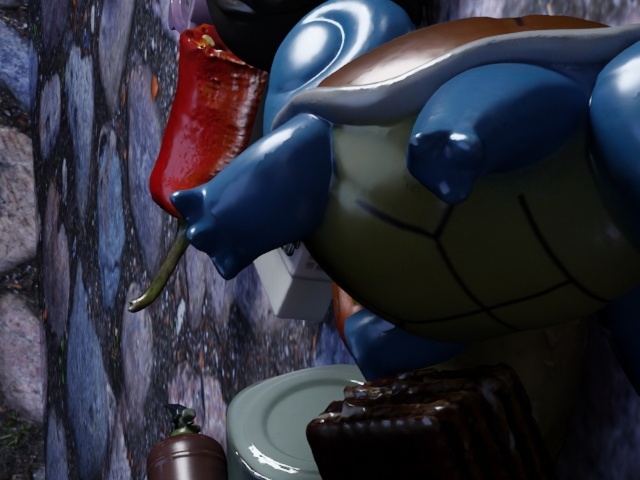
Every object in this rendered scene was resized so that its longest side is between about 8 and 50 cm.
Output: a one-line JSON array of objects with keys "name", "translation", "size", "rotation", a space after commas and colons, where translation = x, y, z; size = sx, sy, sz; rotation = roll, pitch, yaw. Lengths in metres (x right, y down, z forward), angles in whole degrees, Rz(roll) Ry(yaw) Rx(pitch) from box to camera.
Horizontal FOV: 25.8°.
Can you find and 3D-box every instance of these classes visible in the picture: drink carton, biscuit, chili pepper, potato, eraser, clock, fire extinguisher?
[{"name": "drink carton", "translation": [-0.005, 0.214, 1.106], "size": [0.191, 0.185, 0.189], "rotation": [-115, 16, -57]}, {"name": "biscuit", "translation": [0.112, 0.253, 0.748], "size": [0.107, 0.073, 0.388], "rotation": [-14, 101, 48]}, {"name": "chili pepper", "translation": [-0.131, -0.079, 1.642], "size": [0.131, 0.135, 0.338], "rotation": [-96, 19, -69]}, {"name": "potato", "translation": [0.102, 0.068, 0.956], "size": [0.191, 0.141, 0.296], "rotation": [-170, 80, -71]}, {"name": "eraser", "translation": [-0.001, -0.040, 1.336], "size": [0.210, 0.068, 0.124], "rotation": [-67, 30, 30]}, {"name": "clock", "translation": [-0.168, -0.330, 1.915], "size": [0.152, 0.050, 0.110], "rotation": [-128, 44, -62]}, {"name": "fire extinguisher", "translation": [-0.165, 0.339, 1.745], "size": [0.138, 0.102, 0.344], "rotation": [114, 152, -50]}]

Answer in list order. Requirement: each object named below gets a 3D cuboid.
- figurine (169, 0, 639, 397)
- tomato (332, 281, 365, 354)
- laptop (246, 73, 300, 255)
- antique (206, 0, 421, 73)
[{"name": "figurine", "translation": [0.089, -0.019, 0.763], "size": [0.416, 0.298, 0.243], "rotation": [14, 62, 47]}, {"name": "tomato", "translation": [0.067, 0.013, 1.152], "size": [0.225, 0.085, 0.225], "rotation": [-175, 90, -73]}, {"name": "laptop", "translation": [-0.037, -0.077, 1.326], "size": [0.180, 0.016, 0.129], "rotation": [-128, 51, -58]}, {"name": "antique", "translation": [-0.006, -0.283, 1.260], "size": [0.322, 0.185, 0.255], "rotation": [130, 145, -61]}]
